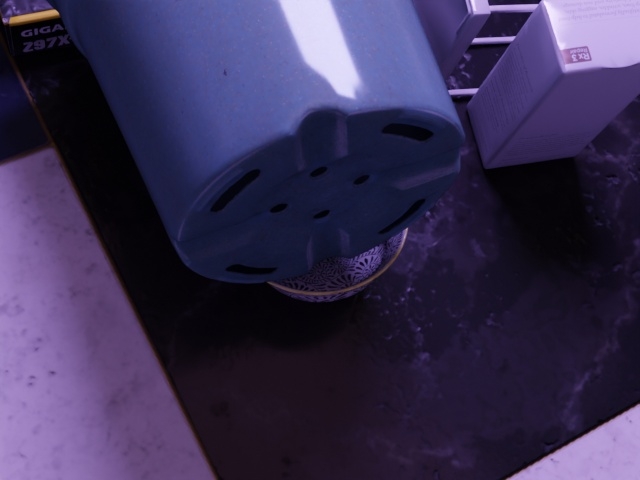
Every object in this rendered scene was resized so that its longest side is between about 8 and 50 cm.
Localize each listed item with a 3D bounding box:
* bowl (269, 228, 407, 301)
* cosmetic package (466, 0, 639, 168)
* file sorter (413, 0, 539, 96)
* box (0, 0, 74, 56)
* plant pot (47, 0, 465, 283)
[{"bbox_3d":[0.000,0.000,1.032,0.170,0.080,0.170,-1,56,2],"label":"bowl"},{"bbox_3d":[0.241,-0.156,1.064,0.117,0.231,0.086,-9,72,-15],"label":"cosmetic package"},{"bbox_3d":[0.176,-0.315,1.134,0.173,0.193,0.278,-6,72,-16],"label":"file sorter"},{"bbox_3d":[-0.247,-0.373,1.132,0.257,0.079,0.322,-15,74,-14],"label":"box"},{"bbox_3d":[-0.052,-0.166,0.920,0.341,0.341,0.334,-15,63,-16],"label":"plant pot"}]
